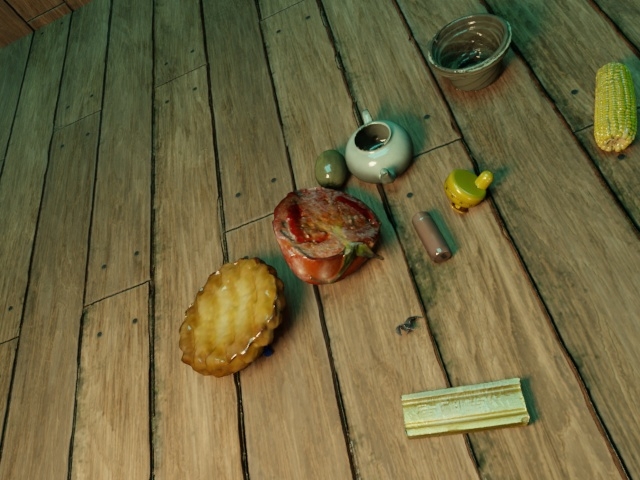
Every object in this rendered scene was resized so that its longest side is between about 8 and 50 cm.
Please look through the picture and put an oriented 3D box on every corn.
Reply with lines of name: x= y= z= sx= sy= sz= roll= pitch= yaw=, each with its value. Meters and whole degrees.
corn: x=0.721 y=-0.328 z=1.353 sx=0.094 sy=0.093 sz=0.244 roll=1 pitch=60 yaw=25

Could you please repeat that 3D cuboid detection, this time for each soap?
soap: x=0.295 y=0.350 z=1.145 sx=0.252 sy=0.037 sz=0.092 roll=-13 pitch=56 yaw=16

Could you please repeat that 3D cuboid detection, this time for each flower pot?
flower pot: x=0.434 y=-0.520 z=1.581 sx=0.236 sy=0.140 sz=0.235 roll=-13 pitch=53 yaw=18

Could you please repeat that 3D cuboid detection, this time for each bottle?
bottle: x=0.275 y=-0.010 z=1.377 sx=0.053 sy=0.053 sz=0.140 roll=-26 pitch=53 yaw=7

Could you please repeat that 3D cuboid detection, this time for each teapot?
teapot: x=0.160 y=-0.254 z=1.541 sx=0.193 sy=0.129 sz=0.294 roll=-20 pitch=53 yaw=11

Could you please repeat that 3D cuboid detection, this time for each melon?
melon: x=0.031 y=-0.204 z=1.588 sx=0.098 sy=0.098 sz=0.130 roll=-10 pitch=48 yaw=19

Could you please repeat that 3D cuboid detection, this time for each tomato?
tomato: x=0.001 y=0.006 z=1.424 sx=0.309 sy=0.170 sz=0.309 roll=6 pitch=35 yaw=-5

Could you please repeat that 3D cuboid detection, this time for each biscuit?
biscuit: x=-0.218 y=0.197 z=1.412 sx=0.326 sy=0.107 sz=0.325 roll=-22 pitch=47 yaw=26

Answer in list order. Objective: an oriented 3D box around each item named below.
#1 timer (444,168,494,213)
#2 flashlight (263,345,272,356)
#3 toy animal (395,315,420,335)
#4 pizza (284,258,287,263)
timer: x=0.368 y=-0.137 z=1.381 sx=0.107 sy=0.109 sz=0.107 roll=14 pitch=48 yaw=-16
flashlight: x=-0.148 y=0.243 z=1.422 sx=0.057 sy=0.035 sz=0.121 roll=4 pitch=54 yaw=-1
toy animal: x=0.198 y=0.203 z=1.288 sx=0.084 sy=0.050 sz=0.028 roll=-29 pitch=78 yaw=-41
pizza: x=-0.077 y=0.054 z=1.523 sx=0.037 sy=0.016 sz=0.083 roll=-42 pitch=48 yaw=-4
